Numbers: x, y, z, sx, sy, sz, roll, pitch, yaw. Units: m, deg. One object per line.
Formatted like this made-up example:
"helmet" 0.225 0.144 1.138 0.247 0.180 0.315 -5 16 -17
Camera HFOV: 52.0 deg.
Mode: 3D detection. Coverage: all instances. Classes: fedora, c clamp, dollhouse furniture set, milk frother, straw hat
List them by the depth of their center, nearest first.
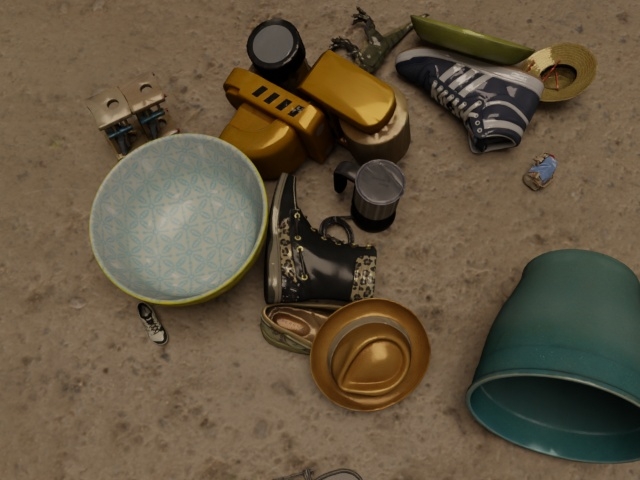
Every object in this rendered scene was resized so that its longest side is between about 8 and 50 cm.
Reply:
"fedora" 0.078 0.185 1.007 0.194 0.079 0.194 0 97 1
"c clamp" 0.014 0.428 1.022 0.137 0.022 0.160 -17 70 -12
"milk frother" 0.069 -0.052 1.130 0.129 0.134 0.143 13 71 4
"dollhouse furniture set" -0.305 -0.174 1.168 0.129 0.129 0.183 -29 73 -11
"straw hat" 0.459 -0.308 1.266 0.145 0.061 0.144 -11 61 21

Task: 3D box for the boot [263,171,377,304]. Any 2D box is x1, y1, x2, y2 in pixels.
"boot" 0.000 0.002 1.089 0.179 0.085 0.236 6 61 -6

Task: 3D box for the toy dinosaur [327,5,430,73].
"toy dinosaur" 0.094 -0.391 1.290 0.118 0.064 0.268 34 63 16

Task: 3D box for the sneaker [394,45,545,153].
"sneaker" 0.258 -0.259 1.227 0.282 0.099 0.153 17 82 14

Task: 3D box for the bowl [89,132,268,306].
"bowl" -0.217 -0.015 1.093 0.290 0.156 0.289 -2 69 5

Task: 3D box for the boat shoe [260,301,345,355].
"boat shoe" 0.038 0.159 1.078 0.285 0.089 0.104 9 71 2

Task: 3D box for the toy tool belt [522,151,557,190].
"toy tool belt" 0.413 -0.135 1.210 0.052 0.051 0.083 38 74 11

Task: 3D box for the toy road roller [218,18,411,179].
"toy road roller" -0.026 -0.199 1.153 0.330 0.202 0.240 32 85 15

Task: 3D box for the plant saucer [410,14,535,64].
"plant saucer" 0.279 -0.373 1.229 0.241 0.241 0.037 18 111 5

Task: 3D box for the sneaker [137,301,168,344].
"sneaker" -0.287 0.140 1.107 0.032 0.037 0.083 -33 76 -14

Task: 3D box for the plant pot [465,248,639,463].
"plant pot" 0.382 0.163 1.008 0.272 0.271 0.255 18 57 5
